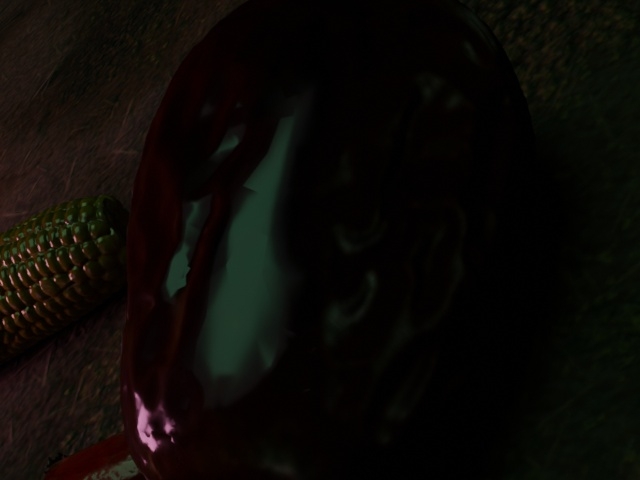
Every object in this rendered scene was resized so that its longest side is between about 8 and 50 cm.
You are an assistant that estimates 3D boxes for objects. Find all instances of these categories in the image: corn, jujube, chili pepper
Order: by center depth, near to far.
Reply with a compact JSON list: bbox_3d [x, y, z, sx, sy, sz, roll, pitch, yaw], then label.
[{"bbox_3d":[0.000,0.000,0.655,0.223,0.223,0.317,-15,50,38],"label":"jujube"},{"bbox_3d":[-0.086,0.129,0.733,0.169,0.065,0.088,-30,20,10],"label":"chili pepper"},{"bbox_3d":[-0.277,0.056,0.987,0.305,0.106,0.106,-26,36,22],"label":"corn"}]
